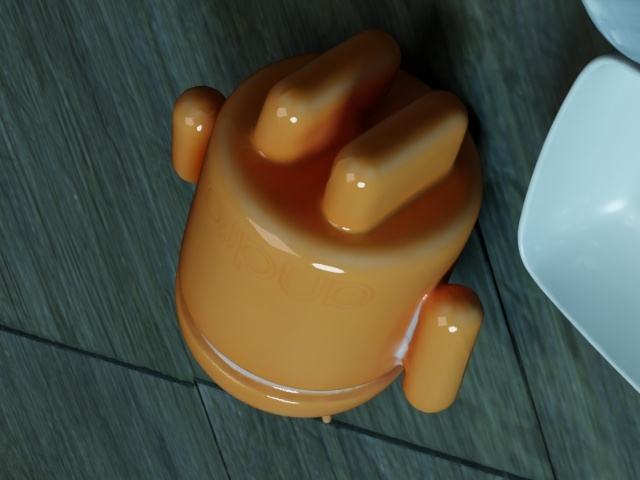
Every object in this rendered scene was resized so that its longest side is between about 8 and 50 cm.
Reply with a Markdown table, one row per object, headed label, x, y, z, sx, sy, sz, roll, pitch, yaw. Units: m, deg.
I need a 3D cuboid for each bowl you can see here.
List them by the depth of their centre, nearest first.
| label | x | y | z | sx | sy | sz | roll | pitch | yaw |
| --- | --- | --- | --- | --- | --- | --- | --- | --- | --- |
| bowl | 0.150 | -0.001 | 0.736 | 0.142 | 0.053 | 0.142 | 46 | 148 | 22 |

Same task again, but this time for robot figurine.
| label | x | y | z | sx | sy | sz | roll | pitch | yaw |
| --- | --- | --- | --- | --- | --- | --- | --- | --- | --- |
| robot figurine | -0.001 | -0.002 | 0.890 | 0.158 | 0.128 | 0.219 | 13 | 143 | -5 |

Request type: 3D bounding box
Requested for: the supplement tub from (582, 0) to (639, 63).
| label | x | y | z | sx | sy | sz | roll | pitch | yaw |
| --- | --- | --- | --- | --- | --- | --- | --- | --- | --- |
| supplement tub | 0.173 | -0.097 | 0.555 | 0.190 | 0.117 | 0.117 | 14 | 127 | 51 |
